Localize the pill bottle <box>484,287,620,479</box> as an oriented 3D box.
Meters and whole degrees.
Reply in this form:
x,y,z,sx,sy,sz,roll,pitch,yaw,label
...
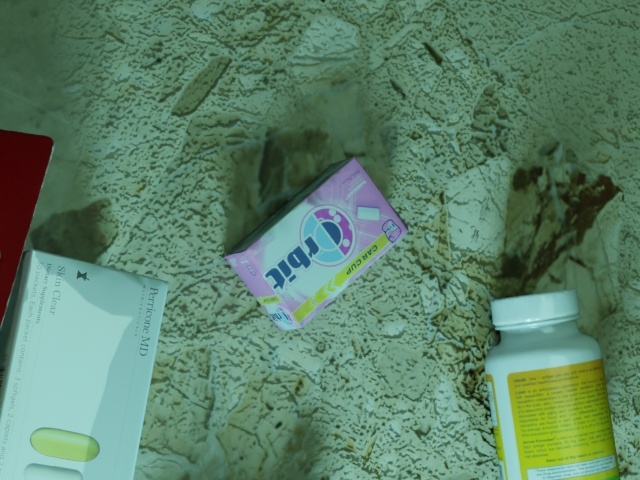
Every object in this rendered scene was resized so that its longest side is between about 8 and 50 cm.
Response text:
x,y,z,sx,sy,sz,roll,pitch,yaw,label
0.263,0.183,2.013,0.136,0.136,0.245,-7,88,-25,pill bottle

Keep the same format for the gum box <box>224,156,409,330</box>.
x,y,z,sx,sy,sz,roll,pitch,yaw,label
0.000,0.000,1.952,0.188,0.062,0.107,-41,102,-23,gum box

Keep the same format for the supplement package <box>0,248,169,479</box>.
x,y,z,sx,sy,sz,roll,pitch,yaw,label
-0.271,0.158,1.732,0.145,0.204,0.261,14,78,-24,supplement package

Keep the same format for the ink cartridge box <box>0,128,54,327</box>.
x,y,z,sx,sy,sz,roll,pitch,yaw,label
-0.429,0.002,1.639,0.272,0.130,0.309,9,77,19,ink cartridge box
